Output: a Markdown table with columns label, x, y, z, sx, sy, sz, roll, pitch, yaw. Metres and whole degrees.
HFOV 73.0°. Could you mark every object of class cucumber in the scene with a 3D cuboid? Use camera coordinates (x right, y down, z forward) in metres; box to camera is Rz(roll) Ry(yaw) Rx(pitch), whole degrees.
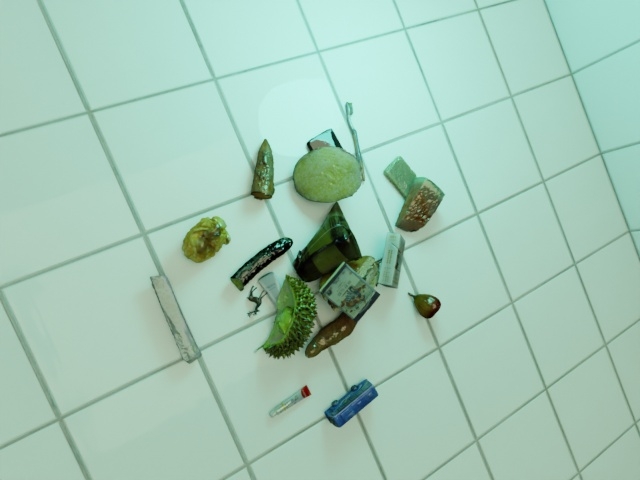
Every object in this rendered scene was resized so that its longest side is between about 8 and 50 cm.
| label | x | y | z | sx | sy | sz | roll | pitch | yaw |
| --- | --- | --- | --- | --- | --- | --- | --- | --- | --- |
| cucumber | -0.237 | 0.080 | 1.773 | 0.303 | 0.072 | 0.081 | -43 | 98 | -19 |

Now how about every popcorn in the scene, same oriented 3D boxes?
| label | x | y | z | sx | sy | sz | roll | pitch | yaw |
| --- | --- | --- | --- | --- | --- | --- | --- | --- | --- |
| popcorn | -0.442 | -0.012 | 1.675 | 0.140 | 0.163 | 0.194 | 41 | 105 | 6 |

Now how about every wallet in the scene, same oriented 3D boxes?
| label | x | y | z | sx | sy | sz | roll | pitch | yaw |
| --- | --- | --- | --- | --- | --- | --- | --- | --- | --- |
| wallet | 0.053 | -0.366 | 1.935 | 0.149 | 0.044 | 0.250 | -32 | 97 | -16 |

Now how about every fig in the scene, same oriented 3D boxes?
| label | x | y | z | sx | sy | sz | roll | pitch | yaw |
| --- | --- | --- | --- | --- | --- | --- | --- | --- | --- |
| fig | 0.492 | 0.290 | 2.021 | 0.119 | 0.119 | 0.153 | -22 | 50 | -21 |

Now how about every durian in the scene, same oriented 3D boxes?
| label | x | y | z | sx | sy | sz | roll | pitch | yaw |
| --- | --- | --- | --- | --- | --- | --- | --- | --- | --- |
| durian | -0.119 | 0.329 | 1.751 | 0.158 | 0.170 | 0.355 | 14 | 98 | -59 |

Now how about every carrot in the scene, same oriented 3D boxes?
| label | x | y | z | sx | sy | sz | roll | pitch | yaw |
| --- | --- | --- | --- | --- | --- | --- | --- | --- | --- |
| carrot | -0.237 | -0.301 | 1.804 | 0.102 | 0.102 | 0.262 | 7 | 77 | -20 |

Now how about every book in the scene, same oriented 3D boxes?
| label | x | y | z | sx | sy | sz | roll | pitch | yaw |
| --- | --- | --- | --- | --- | --- | --- | --- | --- | --- |
| book | 0.123 | 0.214 | 1.761 | 0.231 | 0.026 | 0.157 | 42 | 85 | -24 |

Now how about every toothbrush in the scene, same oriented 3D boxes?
| label | x | y | z | sx | sy | sz | roll | pitch | yaw |
| --- | --- | --- | --- | --- | --- | --- | --- | --- | --- |
| toothbrush | 0.163 | -0.455 | 1.990 | 0.037 | 0.028 | 0.374 | -10 | 89 | -28 |

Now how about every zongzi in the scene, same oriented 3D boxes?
| label | x | y | z | sx | sy | sz | roll | pitch | yaw |
| --- | --- | --- | --- | --- | --- | --- | --- | --- | --- |
| zongzi | 0.000 | 0.000 | 1.865 | 0.290 | 0.317 | 0.154 | -27 | 134 | 8 |

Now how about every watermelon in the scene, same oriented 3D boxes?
| label | x | y | z | sx | sy | sz | roll | pitch | yaw |
| --- | --- | --- | --- | --- | --- | --- | --- | --- | --- |
| watermelon | 0.460 | -0.143 | 2.018 | 0.193 | 0.140 | 0.256 | 39 | 88 | -18 |

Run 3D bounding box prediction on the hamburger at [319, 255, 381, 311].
| label | x | y | z | sx | sy | sz | roll | pitch | yaw |
| --- | --- | --- | --- | --- | --- | --- | --- | --- | --- |
| hamburger | 0.120 | 0.179 | 1.853 | 0.282 | 0.246 | 0.155 | -62 | 140 | -54 |

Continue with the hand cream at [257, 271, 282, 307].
| label | x | y | z | sx | sy | sz | roll | pitch | yaw |
| --- | --- | --- | --- | --- | --- | --- | --- | --- | --- |
| hand cream | -0.164 | 0.249 | 1.797 | 0.080 | 0.048 | 0.255 | -31 | 98 | 4 |

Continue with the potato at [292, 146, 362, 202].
| label | x | y | z | sx | sy | sz | roll | pitch | yaw |
| --- | --- | --- | --- | --- | --- | --- | --- | --- | --- |
| potato | 0.036 | -0.284 | 1.856 | 0.300 | 0.116 | 0.238 | -7 | 100 | 11 |

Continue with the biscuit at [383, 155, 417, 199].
| label | x | y | z | sx | sy | sz | roll | pitch | yaw |
| --- | --- | --- | --- | --- | --- | --- | --- | --- | --- |
| biscuit | 0.399 | -0.293 | 2.057 | 0.121 | 0.041 | 0.199 | -46 | 103 | -15 |

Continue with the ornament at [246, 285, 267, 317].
| label | x | y | z | sx | sy | sz | roll | pitch | yaw |
| --- | --- | --- | --- | --- | --- | --- | --- | --- | --- |
| ornament | -0.271 | 0.254 | 1.765 | 0.074 | 0.028 | 0.125 | 23 | 84 | 4 |

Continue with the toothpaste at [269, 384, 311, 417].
| label | x | y | z | sx | sy | sz | roll | pitch | yaw |
| --- | --- | --- | --- | --- | --- | --- | --- | --- | --- |
| toothpaste | -0.126 | 0.669 | 1.788 | 0.191 | 0.031 | 0.048 | -27 | 92 | -23 |

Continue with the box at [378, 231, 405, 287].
| label | x | y | z | sx | sy | sz | roll | pitch | yaw |
| --- | --- | --- | --- | --- | --- | --- | --- | --- | --- |
| box | 0.322 | 0.091 | 1.939 | 0.067 | 0.149 | 0.232 | 8 | 81 | 20 |

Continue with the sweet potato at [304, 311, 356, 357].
| label | x | y | z | sx | sy | sz | roll | pitch | yaw |
| --- | --- | --- | --- | --- | --- | --- | --- | --- | --- |
| sweet potato | 0.074 | 0.385 | 1.853 | 0.355 | 0.095 | 0.106 | -40 | 144 | -17 |

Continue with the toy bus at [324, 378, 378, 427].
| label | x | y | z | sx | sy | sz | roll | pitch | yaw |
| --- | --- | --- | --- | --- | --- | --- | --- | --- | --- |
| toy bus | 0.133 | 0.693 | 1.845 | 0.237 | 0.094 | 0.079 | -33 | 97 | -20 |

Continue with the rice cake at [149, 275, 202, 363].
| label | x | y | z | sx | sy | sz | roll | pitch | yaw |
| --- | --- | --- | --- | --- | --- | --- | --- | --- | --- |
| rice cake | -0.554 | 0.296 | 1.645 | 0.073 | 0.056 | 0.364 | -25 | 94 | -21 |
